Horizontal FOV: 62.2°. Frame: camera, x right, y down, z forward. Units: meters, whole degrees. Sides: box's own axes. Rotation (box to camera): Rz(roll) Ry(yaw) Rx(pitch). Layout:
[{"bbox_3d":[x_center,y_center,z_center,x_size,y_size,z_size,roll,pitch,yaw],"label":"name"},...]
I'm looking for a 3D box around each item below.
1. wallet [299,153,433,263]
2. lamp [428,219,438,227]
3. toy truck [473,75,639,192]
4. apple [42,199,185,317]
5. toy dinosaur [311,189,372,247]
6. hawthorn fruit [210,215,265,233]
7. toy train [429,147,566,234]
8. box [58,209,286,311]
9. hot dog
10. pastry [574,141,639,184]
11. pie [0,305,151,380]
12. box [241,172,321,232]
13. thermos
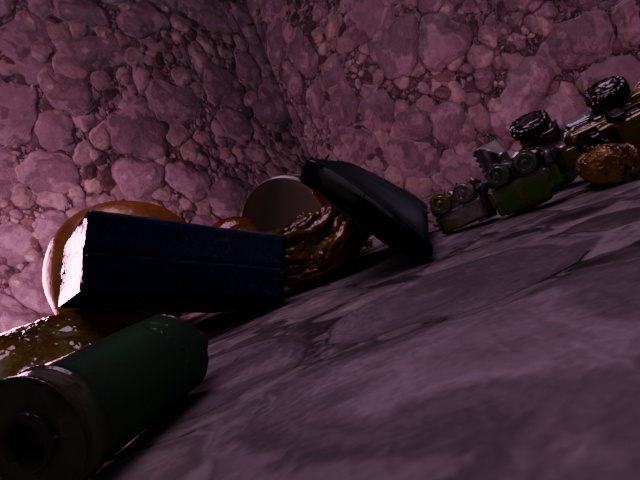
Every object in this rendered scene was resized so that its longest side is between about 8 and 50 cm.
[{"bbox_3d":[0.085,-0.066,0.800,0.046,0.191,0.379,-58,-2,14],"label":"wallet"},{"bbox_3d":[0.185,-0.022,0.995,0.050,0.056,0.198,-20,13,-31],"label":"lamp"},{"bbox_3d":[0.398,-0.150,0.841,0.286,0.136,0.111,-25,31,23],"label":"toy truck"},{"bbox_3d":[-0.371,0.062,1.007,0.286,0.285,0.233,-22,-5,-26],"label":"apple"},{"bbox_3d":[0.041,-0.032,1.052,0.143,0.057,0.212,5,-26,0],"label":"toy dinosaur"},{"bbox_3d":[-0.188,0.037,1.173,0.189,0.189,0.189,-21,2,1],"label":"hawthorn fruit"},{"bbox_3d":[0.250,-0.066,0.774,0.060,0.081,0.202,-21,-5,-46],"label":"toy train"},{"bbox_3d":[-0.228,0.045,0.785,0.262,0.116,0.279,9,-12,-30],"label":"box"},{"bbox_3d":[0.000,0.000,0.910,0.196,0.122,0.272,-23,3,16],"label":"hot dog"},{"bbox_3d":[0.386,-0.103,0.717,0.080,0.056,0.140,-11,0,30],"label":"pastry"},{"bbox_3d":[-0.332,0.155,0.671,0.258,0.105,0.274,-3,13,31],"label":"pie"},{"bbox_3d":[-0.063,-0.050,1.306,0.226,0.225,0.149,-20,2,21],"label":"box"},{"bbox_3d":[-0.133,0.102,0.368,0.073,0.083,0.188,2,6,13],"label":"thermos"}]
